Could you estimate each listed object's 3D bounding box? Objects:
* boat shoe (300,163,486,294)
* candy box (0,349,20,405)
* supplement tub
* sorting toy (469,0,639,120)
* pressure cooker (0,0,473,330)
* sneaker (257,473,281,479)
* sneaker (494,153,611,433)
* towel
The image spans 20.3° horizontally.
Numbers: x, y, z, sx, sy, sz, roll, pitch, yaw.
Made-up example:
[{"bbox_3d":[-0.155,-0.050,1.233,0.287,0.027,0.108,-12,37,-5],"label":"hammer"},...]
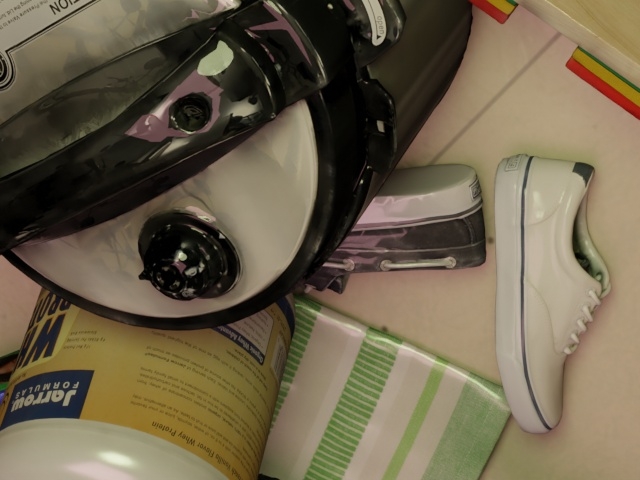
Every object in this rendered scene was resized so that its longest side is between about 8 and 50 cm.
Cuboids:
[{"bbox_3d":[0.000,0.000,1.600,0.301,0.108,0.102,-6,109,12],"label":"boat shoe"},{"bbox_3d":[-0.325,0.271,1.709,0.317,0.122,0.268,-22,105,-16],"label":"candy box"},{"bbox_3d":[-0.158,0.156,1.519,0.228,0.316,0.228,9,144,7],"label":"supplement tub"},{"bbox_3d":[0.240,-0.233,1.358,0.257,0.255,0.089,35,156,3],"label":"sorting toy"},{"bbox_3d":[-0.097,-0.140,1.366,0.375,0.420,0.370,22,128,11],"label":"pressure cooker"},{"bbox_3d":[-0.094,0.260,1.684,0.237,0.085,0.086,22,112,-13],"label":"sneaker"},{"bbox_3d":[0.204,0.052,1.557,0.091,0.094,0.258,2,112,21],"label":"sneaker"},{"bbox_3d":[-0.005,0.180,1.711,0.324,0.038,0.248,25,117,6],"label":"towel"}]
